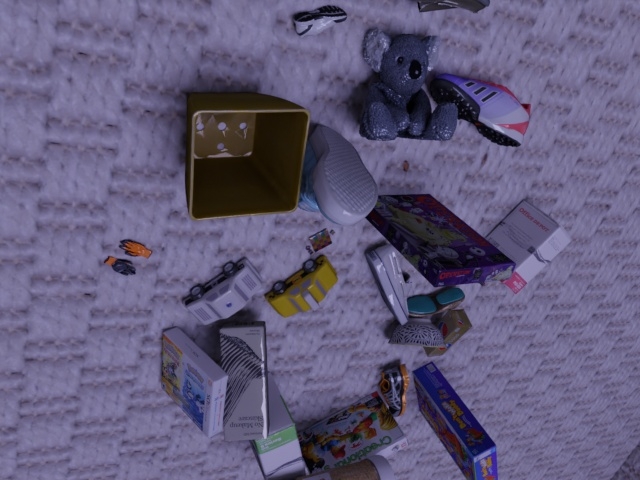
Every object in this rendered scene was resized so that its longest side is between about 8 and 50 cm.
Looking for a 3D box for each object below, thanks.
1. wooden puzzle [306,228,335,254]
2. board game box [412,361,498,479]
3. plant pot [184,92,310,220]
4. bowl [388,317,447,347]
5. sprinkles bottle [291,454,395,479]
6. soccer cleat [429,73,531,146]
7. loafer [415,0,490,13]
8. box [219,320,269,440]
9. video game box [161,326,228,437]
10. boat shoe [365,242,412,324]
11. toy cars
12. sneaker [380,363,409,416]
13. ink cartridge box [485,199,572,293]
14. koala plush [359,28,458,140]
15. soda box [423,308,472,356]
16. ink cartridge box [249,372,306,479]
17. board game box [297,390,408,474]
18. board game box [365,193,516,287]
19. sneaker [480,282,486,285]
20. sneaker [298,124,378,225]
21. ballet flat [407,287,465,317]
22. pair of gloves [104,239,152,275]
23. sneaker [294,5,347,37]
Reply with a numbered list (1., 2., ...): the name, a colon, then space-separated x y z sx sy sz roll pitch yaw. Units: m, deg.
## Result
1. wooden puzzle: 0.000 0.000 1.481 0.083 0.006 0.049 -28 131 -8
2. board game box: 0.421 0.585 1.890 0.078 0.347 0.233 -24 130 -10
3. plant pot: -0.163 -0.183 1.146 0.212 0.187 0.212 -6 126 -24
4. bowl: 0.283 0.267 1.747 0.170 0.170 0.080 10 81 -32
5. sprinkles bottle: 0.029 0.689 1.647 0.356 0.121 0.121 -5 124 -26
6. soccer cleat: 0.377 -0.326 1.399 0.318 0.109 0.116 22 90 -35
7. loafer: 0.224 -0.505 1.200 0.251 0.094 0.087 10 142 -22
8. box: -0.184 0.339 1.470 0.113 0.094 0.275 -3 92 -3
9. video game box: -0.304 0.336 1.429 0.048 0.205 0.187 -19 132 -43
10. boat shoe: 0.202 0.117 1.617 0.088 0.096 0.267 -29 121 -5
11. toy cars: -0.128 0.133 1.454 0.394 0.087 0.176 -2 123 -27
12. sneaker: 0.227 0.474 1.897 0.083 0.084 0.214 -6 122 -8
13. ink cartridge box: 0.561 0.016 1.686 0.218 0.158 0.092 -48 129 10
14. koala plush: 0.167 -0.324 1.253 0.196 0.203 0.221 -3 103 -12
15. soda box: 0.374 0.279 1.803 0.058 0.061 0.181 -1 143 -28
16. ink cartridge box: -0.137 0.536 1.661 0.115 0.198 0.272 -19 129 -15
17. board game box: 0.089 0.612 1.838 0.305 0.193 0.053 -26 131 -10
18. board game box: 0.255 -0.012 1.381 0.208 0.347 0.056 0 119 -28
19. sneaker: 0.441 0.103 1.765 0.057 0.047 0.119 -42 124 14
20. sneaker: 0.015 -0.097 1.192 0.135 0.366 0.150 26 114 -15
21. ballet flat: 0.327 0.193 1.752 0.206 0.073 0.067 -10 141 -17
22. pair of gloves: -0.412 0.038 1.289 0.083 0.010 0.074 -47 131 10
23. sneaker: 0.000 -0.424 1.166 0.109 0.040 0.043 -15 144 -13
